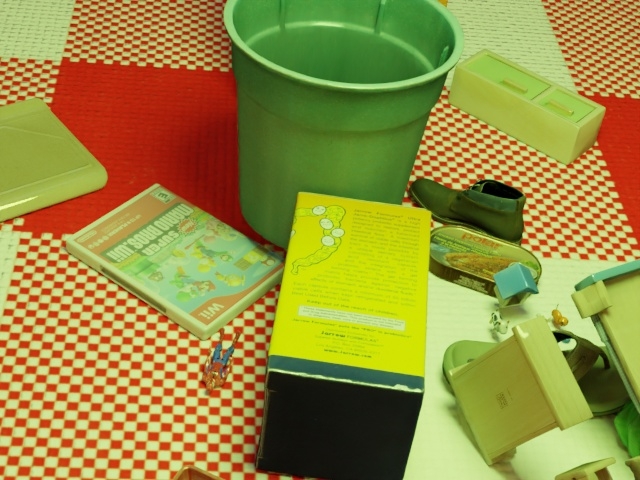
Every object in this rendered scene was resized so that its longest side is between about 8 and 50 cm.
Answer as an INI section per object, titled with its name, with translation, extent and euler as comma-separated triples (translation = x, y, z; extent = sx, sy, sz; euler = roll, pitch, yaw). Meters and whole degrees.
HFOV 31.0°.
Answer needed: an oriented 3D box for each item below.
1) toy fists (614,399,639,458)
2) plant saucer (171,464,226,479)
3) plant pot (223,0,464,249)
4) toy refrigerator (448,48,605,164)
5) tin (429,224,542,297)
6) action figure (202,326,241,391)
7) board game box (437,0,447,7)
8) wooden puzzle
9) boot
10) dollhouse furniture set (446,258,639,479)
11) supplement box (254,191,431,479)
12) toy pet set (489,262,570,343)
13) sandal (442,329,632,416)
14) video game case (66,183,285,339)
[toy fists]
translation = 0.519, 0.292, 1.510
extent = 0.279, 0.096, 0.142
euler = 33, 39, 30
[plant saucer]
translation = -0.107, 0.404, 1.307
extent = 0.258, 0.047, 0.259
euler = 21, 42, 15
[plant pot]
translation = 0.014, -0.178, 1.719
extent = 0.341, 0.334, 0.341
euler = 6, 39, -5
[toy refrigerator]
translation = 0.379, -0.254, 2.134
extent = 0.269, 0.094, 0.102
euler = 33, 46, 26
[tin]
translation = 0.253, 0.034, 1.816
extent = 0.190, 0.040, 0.106
euler = 20, 45, 13
[action figure]
translation = -0.140, 0.166, 1.600
extent = 0.038, 0.030, 0.115
euler = 15, 42, 1
[board game box]
translation = 0.022, -0.497, 2.161
extent = 0.357, 0.356, 0.356
euler = -1, 40, -10
[wooden puzzle]
translation = -0.499, -0.130, 1.887
extent = 0.221, 0.044, 0.238
euler = -22, 53, -31
[boot]
translation = 0.245, -0.074, 1.886
extent = 0.219, 0.106, 0.082
euler = 31, 45, 25
[dollhouse furniture set]
translation = 0.376, 0.203, 1.510
extent = 0.303, 0.198, 0.286
euler = -17, 74, -26
[supplement box]
translation = 0.035, 0.125, 1.548
extent = 0.195, 0.194, 0.356
euler = 9, 39, 0
[toy pet set]
translation = 0.309, 0.096, 1.702
extent = 0.122, 0.065, 0.114
euler = -8, 61, -18
[sandal]
translation = 0.324, 0.176, 1.615
extent = 0.303, 0.086, 0.120
euler = 3, 40, -10
[video game case]
translation = -0.215, 0.025, 1.757
extent = 0.285, 0.025, 0.204
euler = 30, 44, 24
